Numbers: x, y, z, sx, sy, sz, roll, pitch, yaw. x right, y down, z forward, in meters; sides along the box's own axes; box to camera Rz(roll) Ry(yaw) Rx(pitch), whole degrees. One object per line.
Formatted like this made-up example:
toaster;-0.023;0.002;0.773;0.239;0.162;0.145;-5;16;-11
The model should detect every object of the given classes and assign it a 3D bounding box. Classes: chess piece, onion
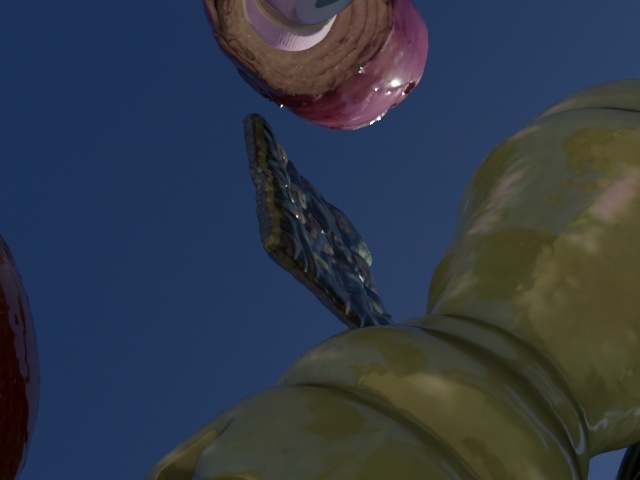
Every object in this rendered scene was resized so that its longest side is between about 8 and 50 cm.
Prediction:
chess piece;0.115;0.076;0.539;0.442;0.234;0.234;-34;-90;-43
onion;-0.002;-0.193;0.848;0.207;0.200;0.201;15;-89;10

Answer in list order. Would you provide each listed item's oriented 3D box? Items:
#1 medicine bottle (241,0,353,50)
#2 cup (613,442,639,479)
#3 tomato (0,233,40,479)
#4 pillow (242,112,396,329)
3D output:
medicine bottle;0.007;-0.201;0.573;0.078;0.219;0.115;40;-120;2
cup;0.390;0.355;0.784;0.400;0.392;0.310;19;-131;11
tomato;-0.168;0.053;0.304;0.167;0.167;0.167;0;-89;1
pillow;0.001;0.002;0.830;0.034;0.256;0.189;-36;-61;10
